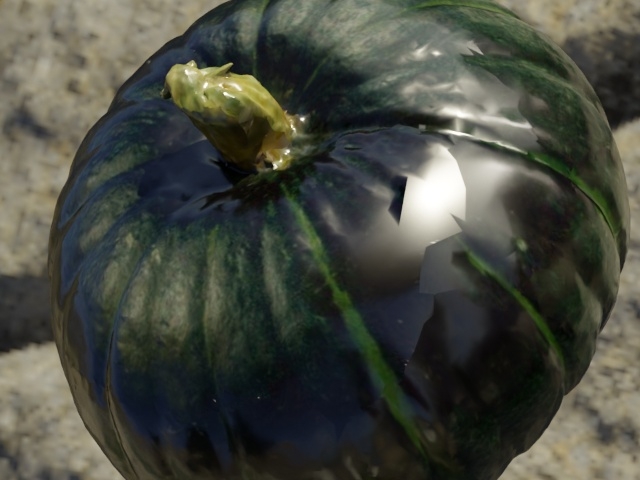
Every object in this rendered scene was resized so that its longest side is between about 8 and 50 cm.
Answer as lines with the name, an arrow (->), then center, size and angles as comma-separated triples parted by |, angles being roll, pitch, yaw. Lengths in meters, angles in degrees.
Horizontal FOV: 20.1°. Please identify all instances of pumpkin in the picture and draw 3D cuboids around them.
pumpkin -> 0.000, 0.000, 0.718 | 0.250, 0.216, 0.249 | -15, 52, 21
